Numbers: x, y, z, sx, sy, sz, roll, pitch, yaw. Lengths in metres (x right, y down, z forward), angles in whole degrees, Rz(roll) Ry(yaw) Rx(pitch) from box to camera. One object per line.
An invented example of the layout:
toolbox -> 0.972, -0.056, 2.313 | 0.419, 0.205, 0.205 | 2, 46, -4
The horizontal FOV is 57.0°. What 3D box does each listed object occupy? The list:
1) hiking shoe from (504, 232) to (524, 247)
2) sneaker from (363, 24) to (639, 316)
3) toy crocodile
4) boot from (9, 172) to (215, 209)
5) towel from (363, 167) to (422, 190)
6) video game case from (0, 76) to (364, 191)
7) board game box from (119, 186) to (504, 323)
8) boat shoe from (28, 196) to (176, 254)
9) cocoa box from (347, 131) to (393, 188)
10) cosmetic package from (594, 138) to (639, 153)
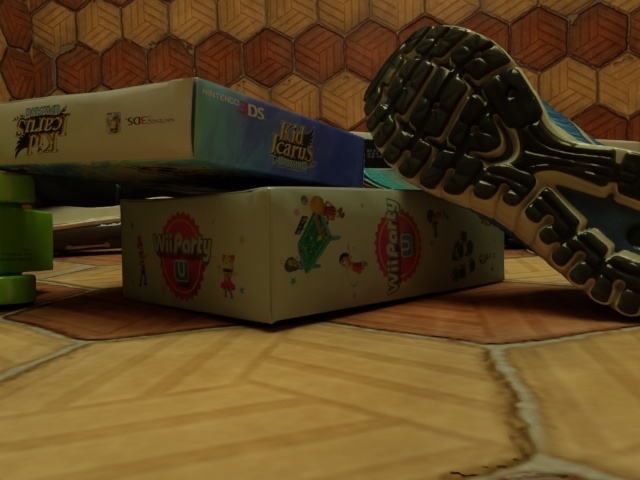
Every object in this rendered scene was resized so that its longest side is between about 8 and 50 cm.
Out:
hiking shoe -> 0.271, -0.047, 0.998 | 0.303, 0.113, 0.132 | -1, 5, 15
sneaker -> 0.168, -0.056, 0.497 | 0.330, 0.130, 0.147 | 47, 13, 26
toy crocodile -> -0.303, 0.005, 0.454 | 0.105, 0.115, 0.340 | -1, 4, 0
boot -> -0.316, -0.126, 1.176 | 0.444, 0.146, 0.367 | -7, -20, 3
towel -> 0.279, -0.091, 1.296 | 0.271, 0.040, 0.370 | -6, 27, -37
video game case -> -0.123, -0.083, 0.562 | 0.244, 0.061, 0.269 | 1, 0, 30
board game box -> 0.000, 0.000, 0.563 | 0.303, 0.098, 0.223 | -3, 3, -43
boat shoe -> -0.415, -0.010, 1.080 | 0.334, 0.096, 0.112 | -7, 25, -16
cocoa box -> 0.153, -0.147, 1.563 | 0.346, 0.232, 0.227 | -4, -2, -37
cosmetic package -> 0.519, -0.117, 1.347 | 0.155, 0.197, 0.365 | -2, 5, -24
